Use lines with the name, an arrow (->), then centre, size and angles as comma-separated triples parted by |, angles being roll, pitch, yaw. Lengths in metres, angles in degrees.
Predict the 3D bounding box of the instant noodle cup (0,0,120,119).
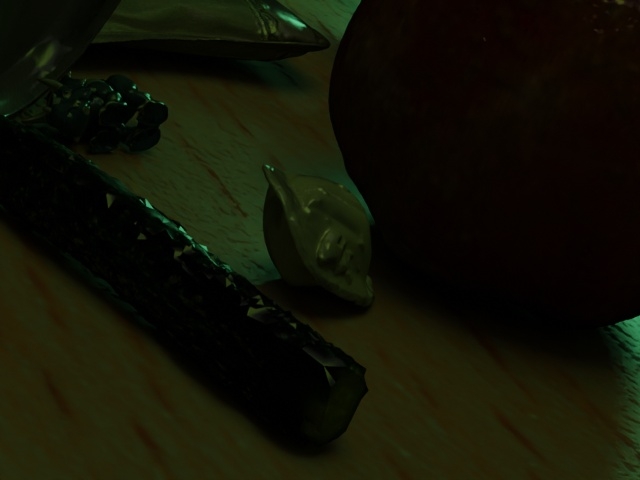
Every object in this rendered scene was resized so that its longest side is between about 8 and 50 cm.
instant noodle cup -> -0.195, -0.185, 0.948 | 0.192, 0.250, 0.250 | 33, 24, 8

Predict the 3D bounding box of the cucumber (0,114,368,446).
cucumber -> -0.078, 0.006, 0.843 | 0.257, 0.043, 0.044 | 34, 21, 32

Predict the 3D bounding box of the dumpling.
dumpling -> 0.002, -0.001, 0.911 | 0.052, 0.076, 0.057 | -20, 35, -24

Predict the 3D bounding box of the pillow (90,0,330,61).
pillow -> -0.110, -0.139, 1.156 | 0.233, 0.038, 0.131 | 0, 27, -36

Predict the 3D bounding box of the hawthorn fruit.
hawthorn fruit -> 0.122, -0.077, 0.980 | 0.231, 0.263, 0.235 | -6, 55, -7

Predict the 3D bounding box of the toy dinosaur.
toy dinosaur -> -0.112, -0.068, 1.000 | 0.083, 0.030, 0.047 | -5, 36, -48
